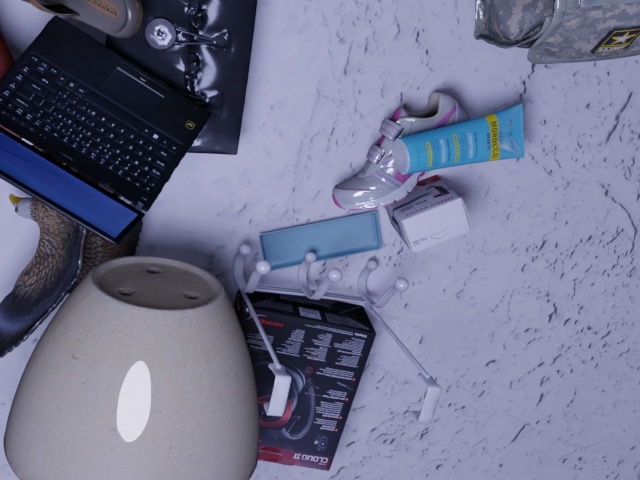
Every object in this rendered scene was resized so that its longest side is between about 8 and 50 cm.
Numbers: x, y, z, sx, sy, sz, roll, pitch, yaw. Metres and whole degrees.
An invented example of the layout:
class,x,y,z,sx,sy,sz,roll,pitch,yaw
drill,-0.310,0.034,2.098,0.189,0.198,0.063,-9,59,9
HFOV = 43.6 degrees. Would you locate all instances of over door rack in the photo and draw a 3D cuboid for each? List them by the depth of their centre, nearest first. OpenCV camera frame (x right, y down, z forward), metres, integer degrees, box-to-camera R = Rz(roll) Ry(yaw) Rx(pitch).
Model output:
class,x,y,z,sx,sy,sz,roll,pitch,yaw
over door rack,0.019,0.110,1.139,0.240,0.324,0.108,8,119,-20

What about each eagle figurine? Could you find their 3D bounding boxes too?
class,x,y,z,sx,sy,sz,roll,pitch,yaw
eagle figurine,-0.350,-0.002,1.099,0.227,0.225,0.298,-6,115,-28

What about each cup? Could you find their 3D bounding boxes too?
class,x,y,z,sx,sy,sz,roll,pitch,yaw
cup,-0.226,0.158,1.033,0.331,0.331,0.236,7,110,-12

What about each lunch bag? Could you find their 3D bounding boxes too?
class,x,y,z,sx,sy,sz,roll,pitch,yaw
lunch bag,0.364,-0.329,1.073,0.236,0.287,0.168,-7,111,-8

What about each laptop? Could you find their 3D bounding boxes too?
class,x,y,z,sx,sy,sz,roll,pitch,yaw
laptop,-0.274,-0.139,0.923,0.234,0.136,0.264,32,64,-9

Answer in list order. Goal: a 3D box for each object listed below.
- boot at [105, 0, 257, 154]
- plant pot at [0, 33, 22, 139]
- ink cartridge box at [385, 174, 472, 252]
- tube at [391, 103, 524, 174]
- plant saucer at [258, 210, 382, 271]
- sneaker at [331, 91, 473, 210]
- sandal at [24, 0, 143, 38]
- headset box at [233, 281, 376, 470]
class,x,y,z,sx,sy,sz,roll,pitch,yaw
boot,-0.258,-0.348,1.056,0.367,0.146,0.444,12,119,1
plant pot,-0.508,-0.223,0.998,0.273,0.272,0.265,-25,120,0
ink cartridge box,0.160,-0.044,1.224,0.099,0.135,0.056,-22,111,-1
tube,0.206,-0.140,1.156,0.207,0.052,0.080,-14,115,-19
plant saucer,0.000,0.000,1.278,0.192,0.018,0.067,-12,111,-6
sneaker,0.118,-0.139,1.209,0.252,0.103,0.111,-33,111,-5
sandal,-0.321,-0.304,0.975,0.219,0.060,0.090,29,127,9
headset box,-0.062,0.236,1.305,0.218,0.110,0.293,12,107,-13
